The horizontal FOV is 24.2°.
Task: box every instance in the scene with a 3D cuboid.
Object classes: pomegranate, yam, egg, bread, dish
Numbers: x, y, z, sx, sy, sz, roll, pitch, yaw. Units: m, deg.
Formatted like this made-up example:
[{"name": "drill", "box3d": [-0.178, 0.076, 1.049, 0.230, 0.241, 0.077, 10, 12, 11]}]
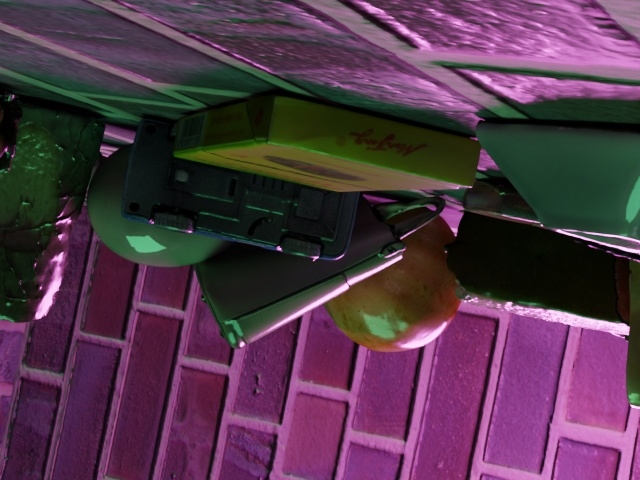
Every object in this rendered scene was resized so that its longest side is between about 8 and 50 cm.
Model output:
[{"name": "pomegranate", "box3d": [0.096, 0.049, 2.006, 0.207, 0.207, 0.207, 11, 177, 0]}, {"name": "yam", "box3d": [-0.337, -0.051, 1.686, 0.154, 0.254, 0.154, 14, -160, -5]}, {"name": "egg", "box3d": [-0.172, -0.043, 1.749, 0.209, 0.151, 0.151, 4, -178, -34]}, {"name": "bread", "box3d": [0.328, 0.050, 1.920, 0.382, 0.129, 0.366, 13, 177, -22]}, {"name": "dish", "box3d": [0.251, -0.027, 1.138, 0.243, 0.080, 0.182, 12, 177, -42]}]

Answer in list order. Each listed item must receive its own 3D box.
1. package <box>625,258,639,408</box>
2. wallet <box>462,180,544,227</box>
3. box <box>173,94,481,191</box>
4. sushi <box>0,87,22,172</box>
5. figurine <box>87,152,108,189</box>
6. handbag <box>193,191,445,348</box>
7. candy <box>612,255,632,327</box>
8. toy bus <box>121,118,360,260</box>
[{"name": "package", "box3d": [0.460, 0.069, 1.468, 0.311, 0.221, 0.165, 8, 156, 36]}, {"name": "wallet", "box3d": [0.237, -0.031, 1.554, 0.155, 0.039, 0.110, 12, -179, -12]}, {"name": "box", "box3d": [-0.007, -0.083, 1.356, 0.187, 0.047, 0.335, 12, 178, -19]}, {"name": "sushi", "box3d": [-0.457, -0.116, 1.575, 0.291, 0.139, 0.131, 9, -175, 12]}, {"name": "figurine", "box3d": [-0.309, -0.094, 2.008, 0.178, 0.109, 0.129, 14, -161, -5]}, {"name": "handbag", "box3d": [0.000, 0.001, 1.809, 0.315, 0.109, 0.241, -29, -161, 0]}, {"name": "candy", "box3d": [0.442, 0.055, 1.693, 0.271, 0.143, 0.101, 10, 142, -21]}, {"name": "toy bus", "box3d": [-0.088, -0.052, 1.603, 0.246, 0.113, 0.134, 11, 177, -10]}]
